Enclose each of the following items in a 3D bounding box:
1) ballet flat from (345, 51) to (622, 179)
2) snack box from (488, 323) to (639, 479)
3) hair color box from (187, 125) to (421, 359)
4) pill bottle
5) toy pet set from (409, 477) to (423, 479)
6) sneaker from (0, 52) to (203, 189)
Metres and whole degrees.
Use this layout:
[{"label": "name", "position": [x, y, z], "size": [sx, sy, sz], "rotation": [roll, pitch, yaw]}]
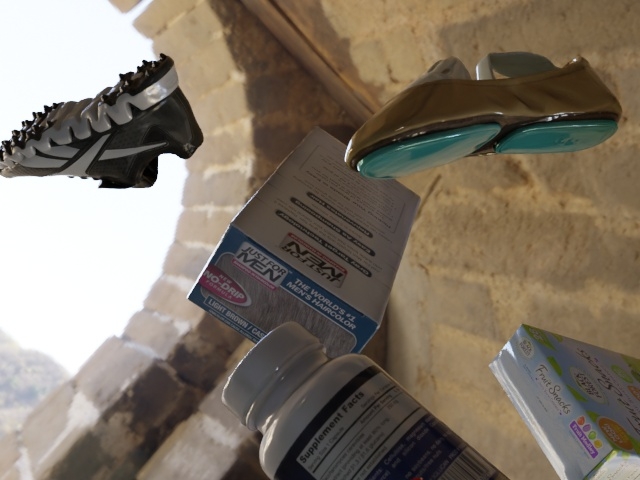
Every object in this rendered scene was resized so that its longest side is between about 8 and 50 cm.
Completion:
[{"label": "ballet flat", "position": [0.106, -0.089, 0.534], "size": [0.080, 0.232, 0.073], "rotation": [-37, -113, 54]}, {"label": "snack box", "position": [0.300, 0.184, 0.807], "size": [0.207, 0.070, 0.174], "rotation": [16, 28, -29]}, {"label": "hair color box", "position": [0.000, 0.000, 0.899], "size": [0.174, 0.347, 0.105], "rotation": [34, -64, -2]}, {"label": "pill bottle", "position": [0.024, 0.127, 0.464], "size": [0.169, 0.094, 0.094], "rotation": [39, -20, 20]}, {"label": "toy pet set", "position": [-0.024, 0.096, 0.100], "size": [0.065, 0.114, 0.122], "rotation": [61, 10, 10]}, {"label": "sneaker", "position": [-0.205, -0.083, 0.730], "size": [0.234, 0.078, 0.106], "rotation": [-16, -57, 27]}]
